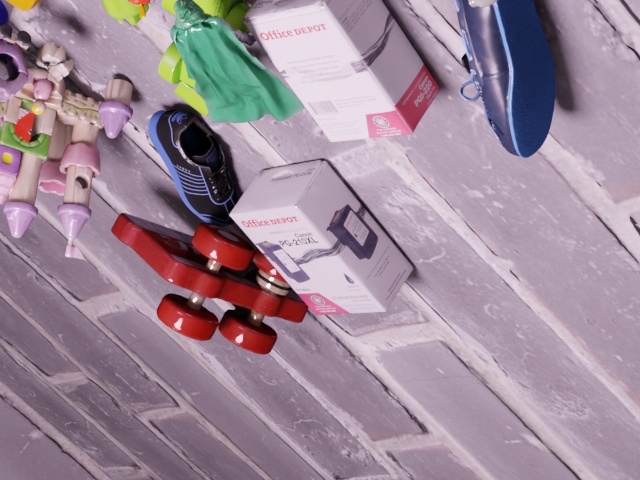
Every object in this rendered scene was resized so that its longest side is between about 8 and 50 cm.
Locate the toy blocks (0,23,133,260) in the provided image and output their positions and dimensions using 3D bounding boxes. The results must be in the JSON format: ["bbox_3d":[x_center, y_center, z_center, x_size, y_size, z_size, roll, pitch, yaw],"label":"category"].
[{"bbox_3d":[-0.463,-0.131,2.232,0.289,0.260,0.309,19,157,-32],"label":"toy blocks"}]

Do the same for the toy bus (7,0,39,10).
[{"bbox_3d":[-0.382,-0.447,1.933,0.130,0.108,0.332,36,152,3],"label":"toy bus"}]

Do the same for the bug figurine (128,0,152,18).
[{"bbox_3d":[-0.183,-0.396,1.772,0.279,0.072,0.216,-7,109,37],"label":"bug figurine"}]

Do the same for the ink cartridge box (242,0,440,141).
[{"bbox_3d":[0.027,-0.237,1.835,0.158,0.092,0.218,-1,137,47],"label":"ink cartridge box"}]

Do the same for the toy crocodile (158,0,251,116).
[{"bbox_3d":[-0.145,-0.283,1.953,0.115,0.105,0.340,30,146,10],"label":"toy crocodile"}]

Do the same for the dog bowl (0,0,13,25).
[{"bbox_3d":[-0.616,-0.364,2.214,0.265,0.104,0.265,13,160,5],"label":"dog bowl"}]

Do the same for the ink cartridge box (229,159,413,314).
[{"bbox_3d":[0.000,0.000,2.208,0.172,0.100,0.237,-7,131,50],"label":"ink cartridge box"}]

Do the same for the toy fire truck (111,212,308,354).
[{"bbox_3d":[-0.173,0.048,2.376,0.302,0.169,0.254,18,-166,-40],"label":"toy fire truck"}]

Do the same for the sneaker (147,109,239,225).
[{"bbox_3d":[-0.182,-0.108,2.257,0.090,0.081,0.232,8,142,47],"label":"sneaker"}]

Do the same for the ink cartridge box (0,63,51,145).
[{"bbox_3d":[-0.562,-0.233,2.492,0.239,0.060,0.275,46,149,-16],"label":"ink cartridge box"}]

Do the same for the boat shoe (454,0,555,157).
[{"bbox_3d":[0.213,-0.221,1.683,0.089,0.109,0.258,18,131,41],"label":"boat shoe"}]

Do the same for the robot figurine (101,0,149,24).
[{"bbox_3d":[-0.278,-0.356,2.000,0.101,0.067,0.115,20,148,29],"label":"robot figurine"}]

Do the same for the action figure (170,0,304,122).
[{"bbox_3d":[-0.126,-0.234,1.842,0.137,0.063,0.232,-11,147,20],"label":"action figure"}]

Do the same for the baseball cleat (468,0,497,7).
[{"bbox_3d":[0.151,-0.353,1.567,0.206,0.109,0.072,55,-168,9],"label":"baseball cleat"}]
